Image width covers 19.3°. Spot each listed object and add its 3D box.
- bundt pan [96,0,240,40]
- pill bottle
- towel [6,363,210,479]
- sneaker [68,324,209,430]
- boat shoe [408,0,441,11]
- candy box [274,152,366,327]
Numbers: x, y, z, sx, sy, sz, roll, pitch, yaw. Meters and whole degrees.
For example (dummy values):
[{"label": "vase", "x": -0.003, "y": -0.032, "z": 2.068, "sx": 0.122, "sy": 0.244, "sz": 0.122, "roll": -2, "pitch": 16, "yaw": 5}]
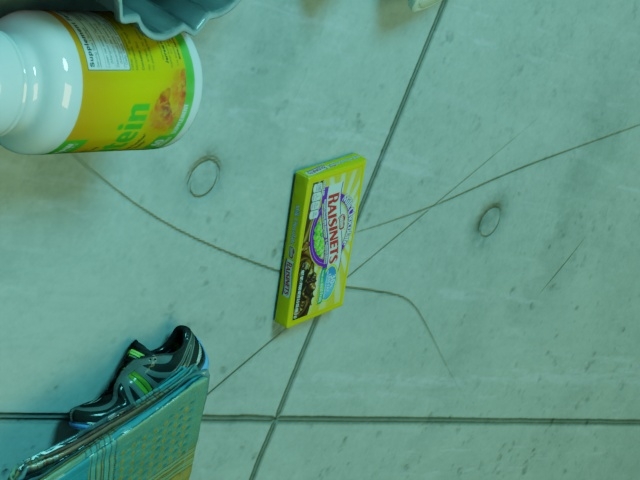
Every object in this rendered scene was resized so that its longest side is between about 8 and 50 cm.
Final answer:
[{"label": "bundt pan", "x": -0.145, "y": -0.359, "z": 1.747, "sx": 0.331, "sy": 0.124, "sz": 0.331, "roll": -41, "pitch": 145, "yaw": -38}, {"label": "pill bottle", "x": -0.242, "y": -0.150, "z": 1.788, "sx": 0.245, "sy": 0.136, "sz": 0.136, "roll": -6, "pitch": 119, "yaw": -49}, {"label": "towel", "x": -0.252, "y": 0.318, "z": 2.125, "sx": 0.271, "sy": 0.040, "sz": 0.370, "roll": -30, "pitch": 149, "yaw": -34}, {"label": "sneaker", "x": -0.210, "y": 0.155, "z": 2.114, "sx": 0.188, "sy": 0.067, "sz": 0.078, "roll": -32, "pitch": 115, "yaw": -31}, {"label": "boat shoe", "x": 0.189, "y": -0.381, "z": 2.194, "sx": 0.305, "sy": 0.091, "sz": 0.109, "roll": -42, "pitch": 178, "yaw": -21}, {"label": "candy box", "x": 0.000, "y": 0.000, "z": 2.281, "sx": 0.105, "sy": 0.027, "sz": 0.206, "roll": -22, "pitch": 130, "yaw": -45}]
